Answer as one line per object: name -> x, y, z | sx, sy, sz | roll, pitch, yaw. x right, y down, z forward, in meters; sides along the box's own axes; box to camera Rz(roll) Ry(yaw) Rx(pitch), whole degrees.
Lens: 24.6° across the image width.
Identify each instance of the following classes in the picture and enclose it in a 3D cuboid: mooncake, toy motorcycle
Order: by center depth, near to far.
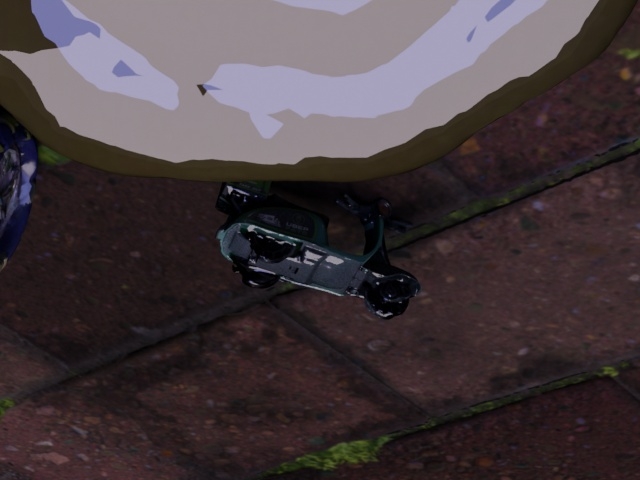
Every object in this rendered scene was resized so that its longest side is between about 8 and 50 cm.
mooncake -> -0.020, -0.215, 0.665 | 0.379, 0.200, 0.378 | 2, 116, 4
toy motorcycle -> 0.000, 0.000, 1.142 | 0.173, 0.100, 0.058 | 18, 144, -7

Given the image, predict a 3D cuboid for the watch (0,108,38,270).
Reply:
watch -> -0.330, -0.051, 1.110 | 0.200, 0.171, 0.196 | 15, 133, 12
